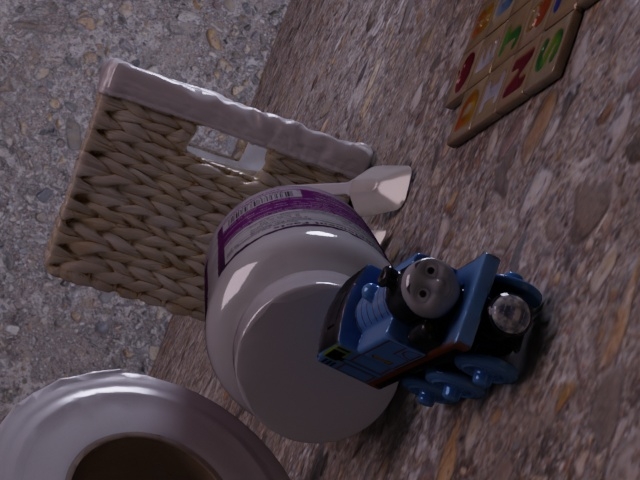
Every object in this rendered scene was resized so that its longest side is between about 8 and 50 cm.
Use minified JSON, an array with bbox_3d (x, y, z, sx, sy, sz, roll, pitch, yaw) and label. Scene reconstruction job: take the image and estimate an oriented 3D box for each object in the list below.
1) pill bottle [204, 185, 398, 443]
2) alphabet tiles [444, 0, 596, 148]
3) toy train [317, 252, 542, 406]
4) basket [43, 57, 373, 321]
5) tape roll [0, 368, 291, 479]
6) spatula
[{"bbox_3d":[-0.014,0.059,1.125,0.301,0.169,0.169,-111,45,-76],"label":"pill bottle"},{"bbox_3d":[0.195,-0.232,1.145,0.342,0.011,0.285,146,146,-72],"label":"alphabet tiles"},{"bbox_3d":[0.069,0.056,0.879,0.184,0.105,0.080,140,152,-69],"label":"toy train"},{"bbox_3d":[-0.150,-0.054,1.660,0.331,0.328,0.267,-147,76,-79],"label":"basket"},{"bbox_3d":[-0.156,0.246,1.108,0.286,0.286,0.100,-79,16,-51],"label":"tape roll"},{"bbox_3d":[0.000,0.000,1.403,0.242,0.019,0.168,-1,70,57],"label":"spatula"}]
